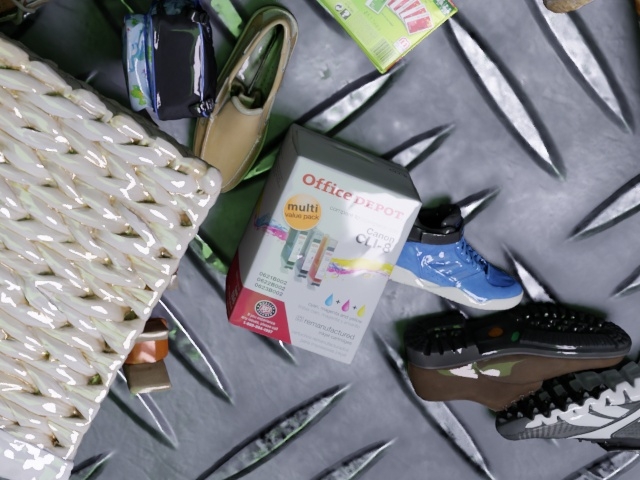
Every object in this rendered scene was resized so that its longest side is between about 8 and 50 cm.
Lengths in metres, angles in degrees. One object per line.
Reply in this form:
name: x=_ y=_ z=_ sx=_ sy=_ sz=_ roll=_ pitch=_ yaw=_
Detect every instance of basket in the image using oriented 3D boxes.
basket: x=-0.288 y=-0.033 z=1.008 sx=0.328 sy=0.331 sz=0.266 roll=32 pitch=91 yaw=-20

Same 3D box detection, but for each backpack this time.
backpack: x=-0.137 y=-0.169 z=1.205 sx=0.084 sy=0.114 sz=0.105 roll=-2 pitch=112 yaw=0

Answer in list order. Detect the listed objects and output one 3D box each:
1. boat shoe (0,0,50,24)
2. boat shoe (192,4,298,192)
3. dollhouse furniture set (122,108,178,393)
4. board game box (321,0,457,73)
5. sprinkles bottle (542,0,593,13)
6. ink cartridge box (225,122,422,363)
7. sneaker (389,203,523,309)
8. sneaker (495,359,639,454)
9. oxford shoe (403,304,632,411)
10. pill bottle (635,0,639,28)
boat shoe: x=-0.272 y=-0.240 z=1.157 sx=0.302 sy=0.113 sz=0.103 roll=9 pitch=68 yaw=2
boat shoe: x=-0.074 y=-0.128 z=1.246 sx=0.068 sy=0.072 sz=0.190 roll=16 pitch=107 yaw=-10
dollhouse furniture set: x=-0.265 y=0.009 z=1.271 sx=0.259 sy=0.135 sz=0.262 roll=-6 pitch=110 yaw=-14
board game box: x=0.032 y=-0.253 z=1.227 sx=0.092 sy=0.043 sz=0.181 roll=-40 pitch=107 yaw=9
sprinkles bottle: x=0.144 y=-0.365 z=1.156 sx=0.121 sy=0.121 sz=0.355 roll=-40 pitch=107 yaw=9
ink cartridge box: x=0.000 y=0.000 z=1.267 sx=0.128 sy=0.127 sz=0.176 roll=20 pitch=105 yaw=-10
sneaker: x=0.138 y=0.011 z=1.317 sx=0.152 sy=0.058 sz=0.084 roll=17 pitch=115 yaw=-3
sneaker: x=0.301 y=0.184 z=1.379 sx=0.234 sy=0.078 sz=0.106 roll=-17 pitch=107 yaw=-1
oxford shoe: x=0.201 y=0.123 z=1.357 sx=0.227 sy=0.082 sz=0.096 roll=-4 pitch=119 yaw=5
pill bottle: x=0.391 y=-0.131 z=1.235 sx=0.162 sy=0.162 sz=0.278 roll=-15 pitch=110 yaw=1
